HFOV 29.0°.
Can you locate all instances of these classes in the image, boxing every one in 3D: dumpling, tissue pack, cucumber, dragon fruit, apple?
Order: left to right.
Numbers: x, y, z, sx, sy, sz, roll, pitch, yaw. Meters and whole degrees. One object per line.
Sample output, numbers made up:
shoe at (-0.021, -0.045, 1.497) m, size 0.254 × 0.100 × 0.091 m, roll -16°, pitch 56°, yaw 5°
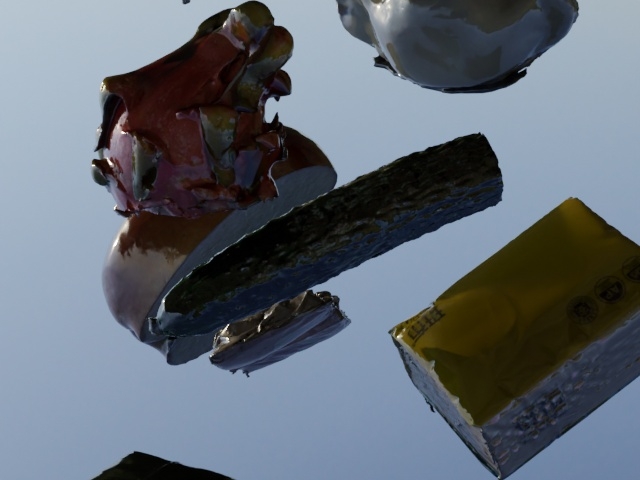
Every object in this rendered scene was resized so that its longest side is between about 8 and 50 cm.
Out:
dragon fruit at (-0.084, -0.087, 0.898) m, size 0.150 × 0.207 × 0.133 m, roll 33°, pitch -147°, yaw -3°
apple at (-0.125, 0.014, 1.723) m, size 0.329 × 0.365 × 0.295 m, roll 53°, pitch 176°, yaw -25°
cucumber at (0.000, 0.000, 0.944) m, size 0.293 × 0.067 × 0.067 m, roll -25°, pitch -145°, yaw -5°
dumpling at (0.134, -0.254, 1.372) m, size 0.293 × 0.163 × 0.204 m, roll 7°, pitch 172°, yaw 27°
tissue pack at (0.234, 0.099, 1.350) m, size 0.271 × 0.134 × 0.192 m, roll -36°, pitch -136°, yaw -7°

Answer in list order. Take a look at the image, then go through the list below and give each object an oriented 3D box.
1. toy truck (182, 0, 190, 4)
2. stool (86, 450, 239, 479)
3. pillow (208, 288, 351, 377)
toy truck at (-0.027, -0.353, 1.225) m, size 0.305 × 0.136 × 0.162 m, roll -17°, pitch -135°, yaw 12°
stool at (-0.166, 0.323, 1.192) m, size 0.141 × 0.232 × 0.232 m, roll 14°, pitch -157°, yaw 16°
pillow at (-0.040, 0.091, 1.257) m, size 0.049 × 0.135 × 0.248 m, roll 61°, pitch -178°, yaw 11°
